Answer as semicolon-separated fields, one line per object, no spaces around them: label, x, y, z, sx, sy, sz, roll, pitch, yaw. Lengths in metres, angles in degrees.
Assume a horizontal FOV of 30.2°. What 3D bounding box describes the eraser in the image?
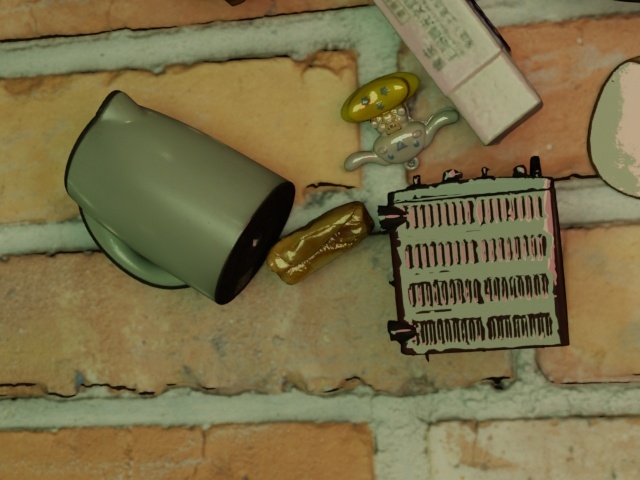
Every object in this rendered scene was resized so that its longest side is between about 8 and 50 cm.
eraser;0.132;-0.240;1.299;0.086;0.130;0.287;-37;85;14

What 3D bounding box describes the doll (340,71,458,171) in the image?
doll;0.076;-0.128;1.357;0.113;0.071;0.135;38;107;-10

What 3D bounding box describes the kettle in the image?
kettle;-0.178;-0.033;1.376;0.236;0.161;0.221;30;130;10

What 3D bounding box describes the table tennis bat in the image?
table tennis bat;0.380;-0.165;1.303;0.138;0.022;0.247;19;99;11

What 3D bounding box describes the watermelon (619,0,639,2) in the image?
watermelon;0.314;-0.374;1.173;0.359;0.279;0.279;17;96;17

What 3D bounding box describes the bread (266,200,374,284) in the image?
bread;0.000;0.000;1.369;0.132;0.074;0.053;-30;97;14

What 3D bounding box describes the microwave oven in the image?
microwave oven;0.164;0.014;1.246;0.178;0.247;0.188;-8;92;10

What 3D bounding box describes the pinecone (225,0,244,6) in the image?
pinecone;-0.127;-0.370;1.278;0.246;0.292;0.246;16;113;40
